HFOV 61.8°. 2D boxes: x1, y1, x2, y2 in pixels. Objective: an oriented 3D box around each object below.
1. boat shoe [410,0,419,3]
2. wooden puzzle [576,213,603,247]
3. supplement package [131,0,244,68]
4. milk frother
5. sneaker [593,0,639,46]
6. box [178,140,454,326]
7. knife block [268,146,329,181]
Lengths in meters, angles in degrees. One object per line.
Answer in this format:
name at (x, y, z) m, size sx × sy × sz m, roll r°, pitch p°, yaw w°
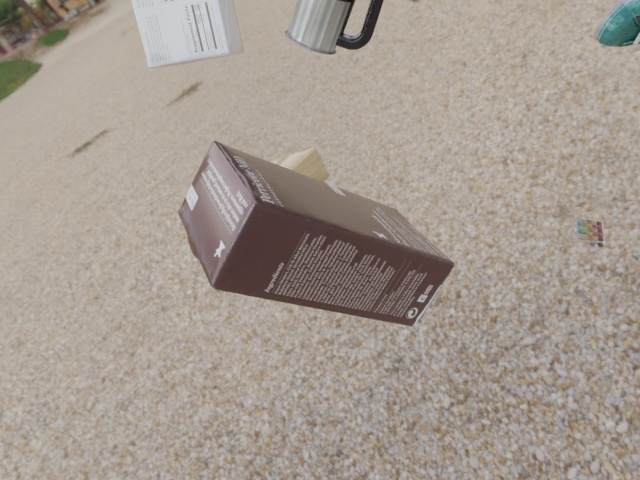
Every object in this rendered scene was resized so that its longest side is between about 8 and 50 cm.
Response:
boat shoe at (0.131, -0.577, 1.141) m, size 0.267 × 0.088 × 0.096 m, roll -2°, pitch 24°, yaw -44°
wooden puzzle at (0.553, -0.020, 1.100) m, size 0.049 × 0.006 × 0.083 m, roll 9°, pitch 57°, yaw 8°
supplement package at (-0.242, -0.451, 0.939) m, size 0.145 × 0.262 × 0.204 m, roll -9°, pitch 20°, yaw 2°
milk frother at (0.016, -0.330, 0.754) m, size 0.129 × 0.135 × 0.143 m, roll 27°, pitch 33°, yaw 7°
sneaker at (0.710, -0.446, 1.089) m, size 0.301 × 0.108 × 0.121 m, roll -20°, pitch 59°, yaw -12°
box at (0.000, 0.000, 0.814) m, size 0.143 × 0.381 × 0.191 m, roll -61°, pitch 39°, yaw 20°
knife block at (-0.126, -0.086, 1.242) m, size 0.275 × 0.088 × 0.242 m, roll -16°, pitch 37°, yaw 19°
